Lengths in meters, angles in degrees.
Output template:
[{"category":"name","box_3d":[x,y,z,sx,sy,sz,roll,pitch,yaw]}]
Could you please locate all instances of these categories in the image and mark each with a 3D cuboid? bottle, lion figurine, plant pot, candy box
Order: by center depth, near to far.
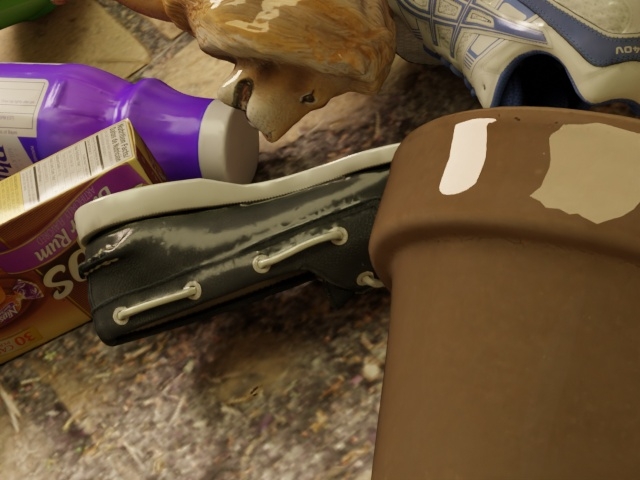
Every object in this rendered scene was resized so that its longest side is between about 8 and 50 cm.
[{"category":"plant pot","box_3d":[0.120,0.098,0.728,0.263,0.263,0.229,8,70,39]},{"category":"candy box","box_3d":[-0.185,0.007,1.108,0.187,0.109,0.053,-25,40,6]},{"category":"bottle","box_3d":[-0.186,-0.074,1.187,0.283,0.118,0.092,4,60,19]},{"category":"lion figurine","box_3d":[-0.056,-0.200,1.189,0.240,0.142,0.392,14,21,0]}]

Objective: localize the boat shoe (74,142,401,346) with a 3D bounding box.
[{"category":"boat shoe","box_3d":[0.000,0.000,1.013,0.303,0.114,0.091,-12,79,9]}]

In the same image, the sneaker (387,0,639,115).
[{"category":"sneaker","box_3d":[0.114,-0.128,1.043,0.296,0.112,0.131,-3,77,65]}]

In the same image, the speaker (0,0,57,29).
[{"category":"speaker","box_3d":[-0.305,-0.221,1.337,0.131,0.131,0.296,-14,13,20]}]
